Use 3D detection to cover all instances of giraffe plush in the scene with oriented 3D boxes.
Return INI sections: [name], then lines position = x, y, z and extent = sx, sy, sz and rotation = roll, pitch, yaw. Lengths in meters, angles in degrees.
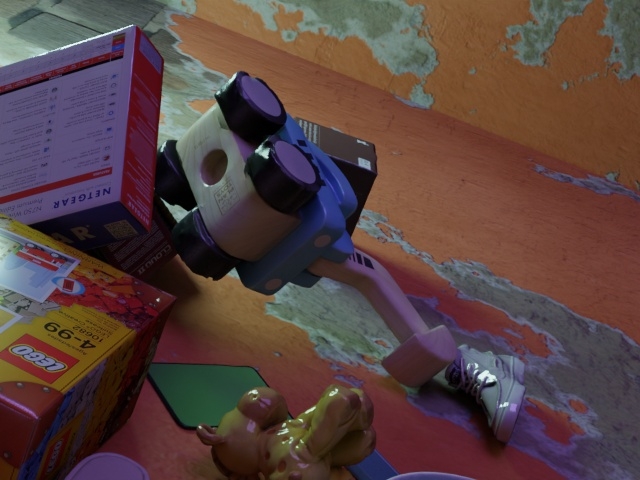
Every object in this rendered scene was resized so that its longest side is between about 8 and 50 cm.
[giraffe plush]
position = -0.052, 0.253, 1.544
extent = 0.170, 0.181, 0.210
rotation = 21, 53, 27

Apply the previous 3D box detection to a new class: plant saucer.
[plant saucer]
position = 0.070, 0.308, 1.679
extent = 0.067, 0.018, 0.192
rotation = 2, 30, -41

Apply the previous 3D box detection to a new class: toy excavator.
[toy excavator]
position = 0.000, 0.000, 1.927
extent = 0.445, 0.222, 0.433
rotation = 21, 35, -47

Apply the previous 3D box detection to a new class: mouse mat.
[mouse mat]
position = -0.139, 0.214, 1.717
extent = 0.190, 0.007, 0.152
rotation = 7, 26, -36

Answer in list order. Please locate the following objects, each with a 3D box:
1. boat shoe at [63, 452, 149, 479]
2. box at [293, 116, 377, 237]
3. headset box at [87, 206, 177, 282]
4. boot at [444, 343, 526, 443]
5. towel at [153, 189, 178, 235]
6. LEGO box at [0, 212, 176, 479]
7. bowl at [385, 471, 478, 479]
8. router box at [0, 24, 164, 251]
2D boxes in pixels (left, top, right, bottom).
[boat shoe]
position = -0.272, 0.321, 1.219
extent = 0.112, 0.095, 0.335
rotation = 22, 22, 16
[box]
position = -0.007, -0.091, 2.305
extent = 0.167, 0.203, 0.168
rotation = 19, 21, -6
[headset box]
position = -0.348, -0.071, 1.884
extent = 0.218, 0.110, 0.293
rotation = 39, -17, 40
[boot]
position = 0.252, 0.235, 1.951
extent = 0.123, 0.095, 0.258
rotation = 18, 12, 5
[towel]
position = -0.348, -0.142, 2.073
extent = 0.370, 0.040, 0.271
rotation = 44, -12, 51
[LEGO box]
position = -0.476, 0.095, 1.417
extent = 0.500, 0.193, 0.372
rotation = 25, 21, 7
[bowl]
position = 0.161, 0.405, 1.329
extent = 0.311, 0.163, 0.311
rotation = 19, 22, -8
[router box]
position = -0.385, -0.114, 1.681
extent = 0.082, 0.335, 0.301
rotation = 54, 29, -50
